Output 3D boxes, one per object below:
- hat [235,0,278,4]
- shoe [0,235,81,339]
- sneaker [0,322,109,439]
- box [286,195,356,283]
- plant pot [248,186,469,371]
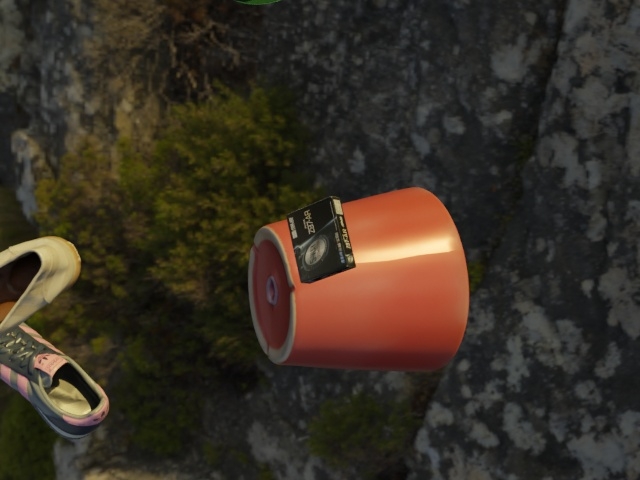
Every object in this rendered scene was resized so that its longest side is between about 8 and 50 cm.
[{"bbox_3d":[-0.100,-0.458,1.249,0.173,0.209,0.183,50,166,13],"label":"hat"},{"bbox_3d":[-0.311,0.064,0.752,0.219,0.058,0.076,-34,94,6],"label":"shoe"},{"bbox_3d":[-0.471,0.191,1.415,0.319,0.112,0.131,41,143,-10],"label":"sneaker"},{"bbox_3d":[0.000,0.000,0.975,0.067,0.018,0.083,-20,75,32],"label":"box"},{"bbox_3d":[0.039,0.066,1.242,0.275,0.243,0.274,176,90,-68],"label":"plant pot"}]
